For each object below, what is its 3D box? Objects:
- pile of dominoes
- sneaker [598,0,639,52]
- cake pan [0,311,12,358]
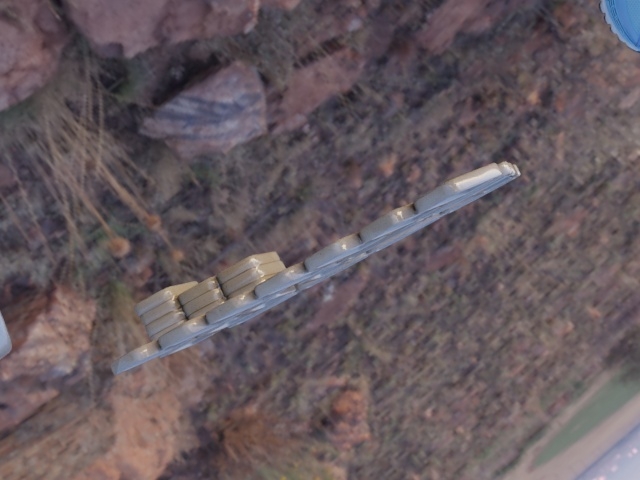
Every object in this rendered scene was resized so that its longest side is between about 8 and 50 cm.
[{"bbox_3d":[0.000,0.000,0.588,0.251,0.040,0.196,-29,175,13],"label":"pile of dominoes"},{"bbox_3d":[0.244,-0.208,0.681,0.063,0.073,0.162,-27,121,-21],"label":"sneaker"},{"bbox_3d":[-0.229,-0.048,0.448,0.054,0.293,0.293,-28,155,-21],"label":"cake pan"}]
